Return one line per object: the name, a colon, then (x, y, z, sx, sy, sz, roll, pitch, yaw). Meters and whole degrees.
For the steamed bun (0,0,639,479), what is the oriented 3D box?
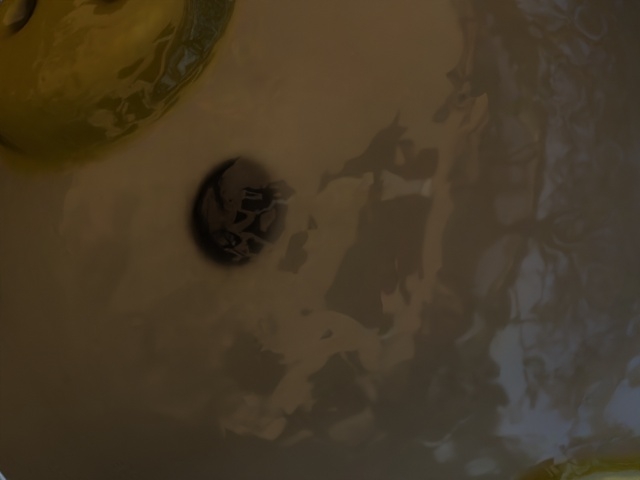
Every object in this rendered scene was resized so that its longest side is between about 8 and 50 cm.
steamed bun: (0.004, 0.001, 0.851, 0.374, 0.334, 0.334, -15, -113, 38)
